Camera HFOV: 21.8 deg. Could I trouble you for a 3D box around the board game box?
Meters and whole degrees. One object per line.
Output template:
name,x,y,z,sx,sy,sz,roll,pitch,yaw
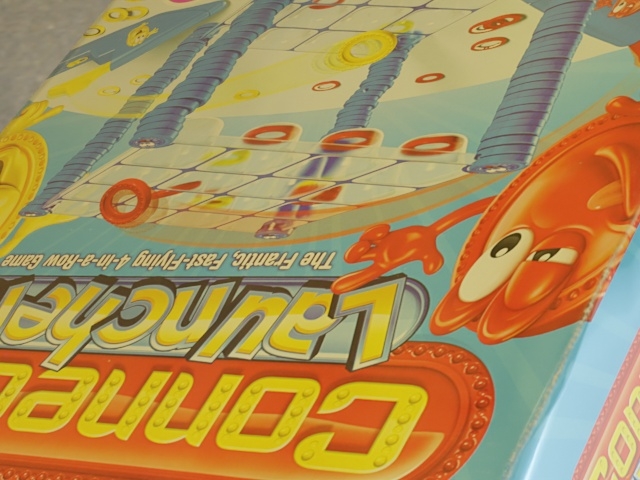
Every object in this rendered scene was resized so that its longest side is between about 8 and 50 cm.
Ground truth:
board game box,0.000,0.000,0.567,0.302,0.308,0.086,-57,131,-35
